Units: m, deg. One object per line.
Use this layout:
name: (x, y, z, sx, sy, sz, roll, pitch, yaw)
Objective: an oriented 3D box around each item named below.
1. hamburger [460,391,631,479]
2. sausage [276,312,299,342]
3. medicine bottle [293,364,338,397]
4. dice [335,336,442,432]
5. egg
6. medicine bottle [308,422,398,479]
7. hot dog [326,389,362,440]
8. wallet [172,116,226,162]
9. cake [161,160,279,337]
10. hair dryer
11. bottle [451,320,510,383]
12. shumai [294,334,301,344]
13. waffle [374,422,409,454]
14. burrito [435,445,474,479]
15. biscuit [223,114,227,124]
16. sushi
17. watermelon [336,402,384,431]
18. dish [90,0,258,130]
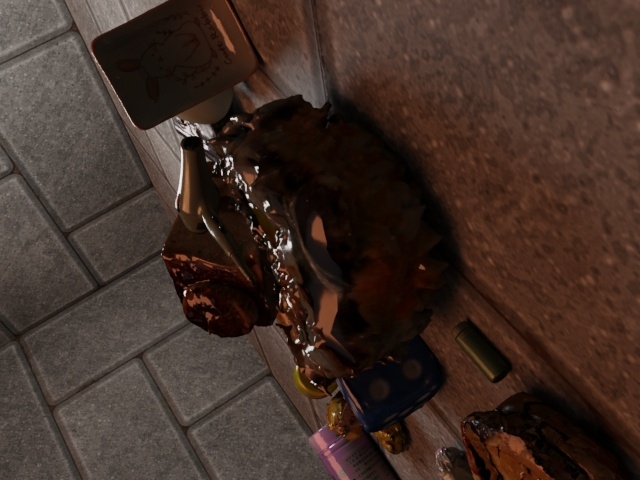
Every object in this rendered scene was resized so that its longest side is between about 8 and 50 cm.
hamburger: (0.261, 0.272, 0.820, 0.231, 0.106, 0.231, 50, 160, 26)
sausage: (-0.040, 0.202, 1.698, 0.109, 0.109, 0.271, 31, 148, 61)
medicine bottle: (-0.011, 0.354, 1.886, 0.122, 0.121, 0.212, 55, 166, 12)
dice: (0.100, 0.215, 1.170, 0.146, 0.146, 0.143, 56, 169, 24)
egg: (-0.227, -0.289, 1.204, 0.209, 0.151, 0.151, 55, 168, -18)
medicine bottle: (0.094, 0.624, 2.034, 0.254, 0.152, 0.152, 54, 165, 15)
hot dog: (0.058, 0.433, 1.784, 0.104, 0.076, 0.250, 51, -172, -1)
wallet: (-0.231, -0.219, 1.415, 0.229, 0.049, 0.182, 37, 155, 45)
cake: (-0.157, 0.022, 1.262, 0.196, 0.293, 0.199, 7, 140, 17)
hair dryer: (-0.148, -0.047, 0.988, 0.199, 0.067, 0.167, 44, 150, 46)
bottle: (0.198, 0.138, 0.899, 0.083, 0.030, 0.030, 50, 164, 32)
shumai: (0.020, 0.159, 1.328, 0.209, 0.153, 0.161, 35, 160, 49)
waffle: (0.113, 0.370, 1.645, 0.254, 0.052, 0.245, 49, 162, 36)
burrito: (0.269, 0.441, 1.240, 0.203, 0.064, 0.064, 51, 164, 24)
biscuit: (-0.244, -0.289, 1.480, 0.154, 0.045, 0.299, 63, 164, -21)
sushi: (-0.002, -0.002, 0.971, 0.417, 0.175, 0.417, 56, 162, 29)
watermelon: (0.092, 0.353, 1.523, 0.101, 0.080, 0.155, 20, 106, 32)
dish: (-0.215, -0.278, 1.090, 0.151, 0.212, 0.077, 62, -179, -17)
